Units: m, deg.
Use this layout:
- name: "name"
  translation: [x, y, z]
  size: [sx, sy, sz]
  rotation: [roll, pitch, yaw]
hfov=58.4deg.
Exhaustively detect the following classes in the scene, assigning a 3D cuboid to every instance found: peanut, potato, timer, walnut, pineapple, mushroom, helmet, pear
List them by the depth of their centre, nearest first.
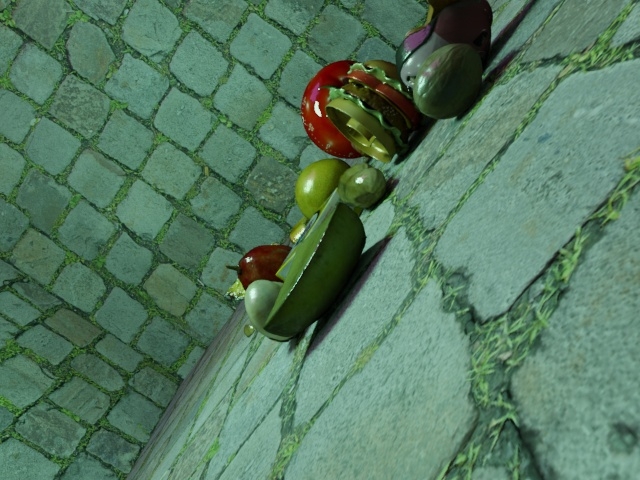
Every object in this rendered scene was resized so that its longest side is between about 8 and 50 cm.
- name: "potato"
  translation: [-0.016, 0.094, 1.149]
  size: [0.255, 0.112, 0.269]
  rotation: [-62, 6, -30]
- name: "walnut"
  translation: [0.267, -0.331, 1.199]
  size: [0.162, 0.140, 0.140]
  rotation: [-38, 14, 31]
- name: "mushroom"
  translation: [-0.105, 0.156, 1.276]
  size: [0.122, 0.154, 0.154]
  rotation: [-44, 11, 33]
- name: "helmet"
  translation: [0.308, -0.438, 1.369]
  size: [0.253, 0.154, 0.198]
  rotation: [-19, -23, 16]
- name: "peanut"
  translation: [0.110, -0.144, 1.485]
  size: [0.120, 0.110, 0.236]
  rotation: [-37, 6, -7]
- name: "pear"
  translation: [0.018, -0.149, 1.786]
  size: [0.209, 0.208, 0.209]
  rotation: [-53, 6, 8]
- name: "potato"
  translation: [-0.267, 0.330, 2.101]
  size: [0.037, 0.036, 0.093]
  rotation: [-53, 6, -24]
- name: "timer"
  translation: [0.109, -0.512, 2.260]
  size: [0.378, 0.378, 0.279]
  rotation: [-56, 9, -15]
- name: "pineapple"
  translation: [-0.208, 0.157, 2.312]
  size: [0.335, 0.158, 0.161]
  rotation: [-50, -33, -3]

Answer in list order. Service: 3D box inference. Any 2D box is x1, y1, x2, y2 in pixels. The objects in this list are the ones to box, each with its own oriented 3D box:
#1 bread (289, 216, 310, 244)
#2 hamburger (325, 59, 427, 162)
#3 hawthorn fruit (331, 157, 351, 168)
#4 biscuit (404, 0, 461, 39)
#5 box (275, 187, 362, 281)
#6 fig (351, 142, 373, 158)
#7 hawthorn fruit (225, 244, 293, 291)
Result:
- name: "bread"
  translation: [-0.054, -0.022, 2.147]
  size: [0.094, 0.102, 0.245]
  rotation: [-46, 9, 10]
- name: "hamburger"
  translation: [0.166, -0.365, 1.559]
  size: [0.212, 0.274, 0.274]
  rotation: [-51, 6, -3]
- name: "hawthorn fruit"
  translation: [0.044, -0.197, 2.017]
  size: [0.189, 0.189, 0.189]
  rotation: [-53, 6, 8]
- name: "biscuit"
  translation: [0.303, -0.524, 1.409]
  size: [0.205, 0.049, 0.324]
  rotation: [-15, -24, -9]
- name: "box"
  translation: [0.000, 0.000, 1.585]
  size: [0.265, 0.097, 0.168]
  rotation: [-58, 8, -36]
- name: "fig"
  translation: [0.182, -0.356, 1.880]
  size: [0.149, 0.148, 0.202]
  rotation: [117, 178, -74]
- name: "hawthorn fruit"
  translation: [-0.154, 0.103, 1.670]
  size: [0.189, 0.251, 0.190]
  rotation: [-172, 90, -80]
